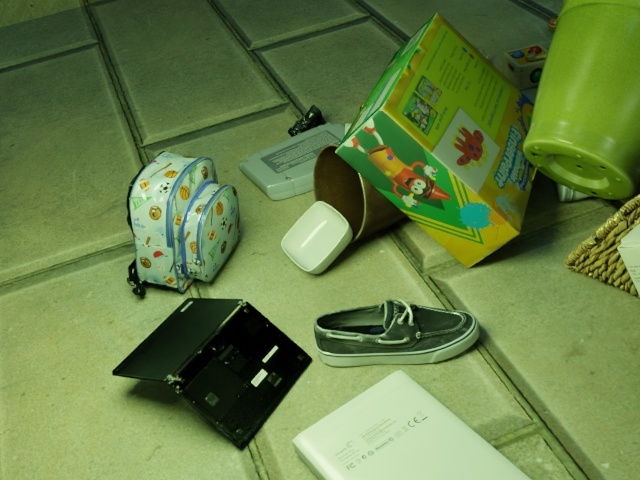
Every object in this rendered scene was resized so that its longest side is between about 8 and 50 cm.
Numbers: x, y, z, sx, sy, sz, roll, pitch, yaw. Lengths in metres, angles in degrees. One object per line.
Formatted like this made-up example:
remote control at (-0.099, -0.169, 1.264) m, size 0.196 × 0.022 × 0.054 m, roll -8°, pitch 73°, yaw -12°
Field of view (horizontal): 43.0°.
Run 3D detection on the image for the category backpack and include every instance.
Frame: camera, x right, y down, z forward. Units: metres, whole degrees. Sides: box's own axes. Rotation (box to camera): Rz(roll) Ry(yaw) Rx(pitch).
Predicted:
backpack at (-0.295, -0.049, 1.725) m, size 0.213 × 0.263 × 0.276 m, roll 2°, pitch 37°, yaw 16°

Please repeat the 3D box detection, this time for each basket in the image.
basket at (0.631, -0.054, 1.544) m, size 0.299 × 0.213 × 0.223 m, roll -34°, pitch 43°, yaw -29°

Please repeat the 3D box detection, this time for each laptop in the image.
laptop at (-0.197, 0.230, 1.489) m, size 0.264 × 0.136 × 0.234 m, roll 41°, pitch 50°, yaw 2°

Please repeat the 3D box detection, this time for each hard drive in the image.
hard drive at (0.149, 0.362, 1.252) m, size 0.233 × 0.047 × 0.353 m, roll -28°, pitch 39°, yaw -23°

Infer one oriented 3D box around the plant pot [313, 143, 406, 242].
plant pot at (0.135, -0.120, 1.790) m, size 0.231 × 0.215 × 0.215 m, roll -12°, pitch 34°, yaw -28°

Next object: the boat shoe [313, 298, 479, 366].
boat shoe at (0.137, 0.155, 1.480) m, size 0.302 × 0.102 × 0.108 m, roll -5°, pitch 37°, yaw 7°

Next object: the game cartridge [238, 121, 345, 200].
game cartridge at (-0.034, -0.199, 2.037) m, size 0.294 × 0.060 × 0.196 m, roll -25°, pitch 36°, yaw -19°

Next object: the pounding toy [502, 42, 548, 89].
pounding toy at (0.586, -0.484, 2.219) m, size 0.130 × 0.100 × 0.141 m, roll -15°, pitch 37°, yaw -5°

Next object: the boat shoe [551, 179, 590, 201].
boat shoe at (0.565, -0.180, 1.843) m, size 0.084 × 0.095 × 0.258 m, roll -2°, pitch 48°, yaw 5°

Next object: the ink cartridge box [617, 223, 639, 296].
ink cartridge box at (0.629, 0.074, 1.309) m, size 0.201 × 0.278 × 0.117 m, roll -34°, pitch 12°, yaw -28°

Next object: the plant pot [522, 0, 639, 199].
plant pot at (0.588, -0.286, 1.633) m, size 0.367 × 0.366 × 0.352 m, roll 23°, pitch 80°, yaw 37°

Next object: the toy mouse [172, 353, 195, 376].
toy mouse at (-0.226, 0.233, 1.527) m, size 0.161 × 0.031 × 0.143 m, roll 2°, pitch 38°, yaw 17°

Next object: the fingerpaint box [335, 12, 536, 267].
fingerpaint box at (0.277, -0.222, 1.731) m, size 0.163 × 0.371 × 0.444 m, roll -40°, pitch 15°, yaw 42°

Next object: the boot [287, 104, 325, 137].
boot at (-0.038, -0.304, 2.167) m, size 0.045 × 0.121 × 0.099 m, roll 41°, pitch 87°, yaw 10°

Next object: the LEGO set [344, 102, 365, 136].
LEGO set at (0.148, -0.249, 1.983) m, size 0.183 × 0.060 × 0.244 m, roll 4°, pitch 54°, yaw 1°

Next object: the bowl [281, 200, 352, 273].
bowl at (0.000, 0.000, 1.730) m, size 0.142 × 0.053 × 0.142 m, roll -49°, pitch 42°, yaw 1°

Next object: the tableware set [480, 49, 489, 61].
tableware set at (0.441, -0.530, 2.380) m, size 0.104 × 0.024 × 0.154 m, roll -9°, pitch 37°, yaw 3°

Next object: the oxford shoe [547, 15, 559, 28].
oxford shoe at (0.791, -0.693, 2.469) m, size 0.212 × 0.076 × 0.076 m, roll -15°, pitch 38°, yaw -3°
